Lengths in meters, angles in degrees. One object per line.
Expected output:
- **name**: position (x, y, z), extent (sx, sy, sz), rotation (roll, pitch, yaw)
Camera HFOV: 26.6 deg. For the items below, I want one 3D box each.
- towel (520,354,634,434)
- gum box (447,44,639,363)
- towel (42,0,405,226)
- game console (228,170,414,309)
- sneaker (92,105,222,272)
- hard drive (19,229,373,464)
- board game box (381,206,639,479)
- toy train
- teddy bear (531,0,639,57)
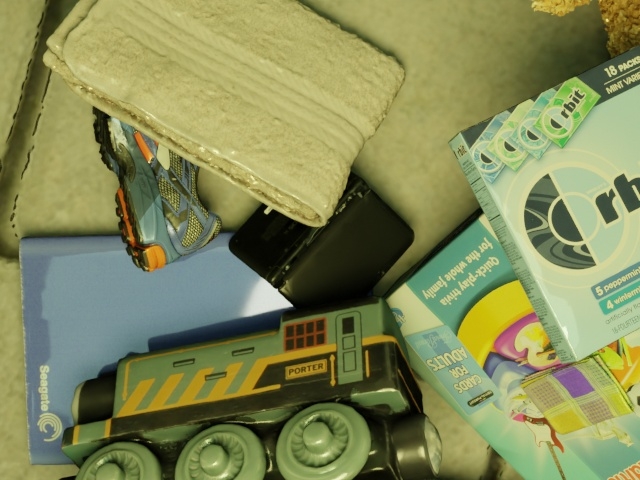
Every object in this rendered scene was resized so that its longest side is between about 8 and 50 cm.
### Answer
- **towel**: position (0.206, 0.126, 1.094), extent (0.083, 0.009, 0.060), rotation (-27, 102, 46)
- **gum box**: position (0.205, -0.027, 0.992), extent (0.157, 0.041, 0.184), rotation (-27, 87, -11)
- **towel**: position (-0.079, -0.151, 1.175), extent (0.282, 0.049, 0.187), rotation (29, 62, 0)
- **game console**: position (0.000, 0.000, 1.200), extent (0.122, 0.071, 0.107), rotation (-48, 49, -7)
- **sneaker**: position (-0.149, -0.082, 1.212), extent (0.087, 0.083, 0.221), rotation (-11, 81, -21)
- **hard drive**: position (-0.110, 0.097, 1.239), extent (0.319, 0.040, 0.210), rotation (-2, 94, 4)
- **board game box**: position (0.234, 0.107, 1.126), extent (0.336, 0.079, 0.254), rotation (45, 137, 1)
- **toy train**: position (-0.064, 0.161, 1.129), extent (0.334, 0.142, 0.190), rotation (-13, 49, 15)
- **teddy bear**: position (0.277, -0.205, 1.124), extent (0.245, 0.113, 0.338), rotation (-38, 86, -33)
